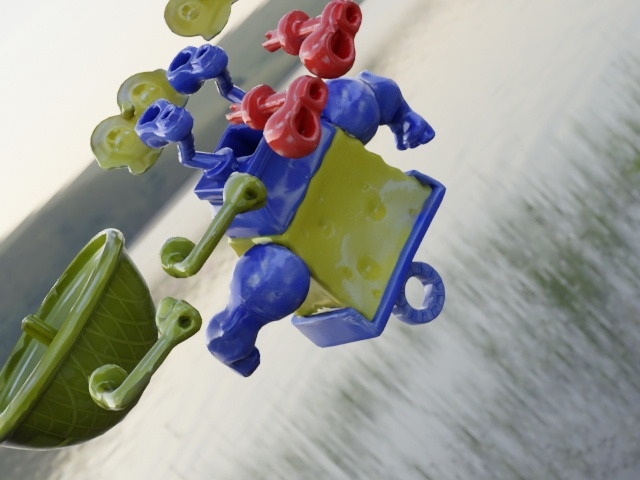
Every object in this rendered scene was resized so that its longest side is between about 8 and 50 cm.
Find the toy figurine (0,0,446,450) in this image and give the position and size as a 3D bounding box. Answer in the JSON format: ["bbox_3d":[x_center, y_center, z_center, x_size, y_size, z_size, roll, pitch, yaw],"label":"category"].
[{"bbox_3d":[0.000,0.000,0.770,0.191,0.217,0.362,-10,48,48],"label":"toy figurine"}]
